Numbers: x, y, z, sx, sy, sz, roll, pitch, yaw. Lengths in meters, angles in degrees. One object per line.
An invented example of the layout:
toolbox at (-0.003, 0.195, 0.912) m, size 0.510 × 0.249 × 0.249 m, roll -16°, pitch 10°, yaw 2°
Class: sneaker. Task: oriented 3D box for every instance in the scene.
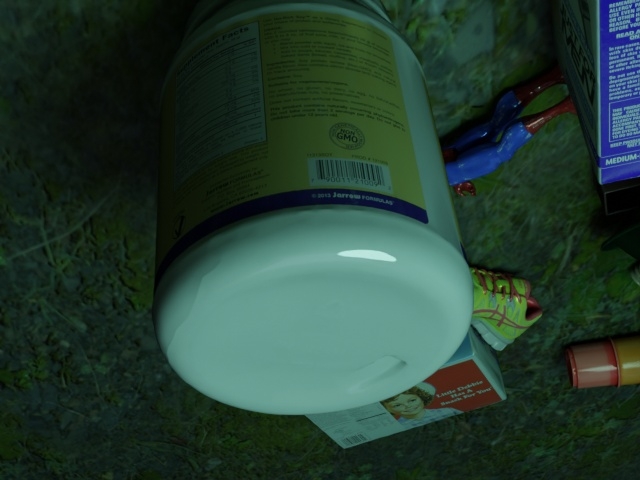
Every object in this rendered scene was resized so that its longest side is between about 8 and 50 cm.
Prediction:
sneaker at (0.217, 0.067, 1.149) m, size 0.094 × 0.081 × 0.208 m, roll -32°, pitch 142°, yaw 19°

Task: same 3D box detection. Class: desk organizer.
desk organizer at (0.374, -0.075, 1.002) m, size 0.130 × 0.050 × 0.047 m, roll -15°, pitch 142°, yaw 10°

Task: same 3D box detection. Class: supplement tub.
supplement tub at (-0.016, -0.051, 0.749) m, size 0.241 × 0.331 × 0.241 m, roll -4°, pitch 142°, yaw -3°

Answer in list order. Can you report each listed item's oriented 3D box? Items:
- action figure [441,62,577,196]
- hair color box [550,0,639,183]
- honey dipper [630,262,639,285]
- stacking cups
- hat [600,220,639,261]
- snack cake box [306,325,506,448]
action figure at (0.167, -0.061, 0.955) m, size 0.280 × 0.091 × 0.139 m, roll -27°, pitch 128°, yaw 24°
hair color box at (0.237, -0.223, 0.684) m, size 0.110 × 0.185 × 0.339 m, roll -11°, pitch 141°, yaw 8°
honey dipper at (0.460, 0.003, 1.133) m, size 0.030 × 0.030 × 0.160 m, roll 17°, pitch 134°, yaw -27°
stacking cups at (0.519, 0.161, 1.296) m, size 0.316 × 0.096 × 0.096 m, roll -7°, pitch 142°, yaw 4°
hat at (0.449, 0.047, 1.014) m, size 0.173 × 0.183 × 0.208 m, roll -10°, pitch 163°, yaw -41°
snack cake box at (0.114, 0.198, 1.285) m, size 0.264 × 0.089 × 0.152 m, roll -20°, pitch 138°, yaw 17°
